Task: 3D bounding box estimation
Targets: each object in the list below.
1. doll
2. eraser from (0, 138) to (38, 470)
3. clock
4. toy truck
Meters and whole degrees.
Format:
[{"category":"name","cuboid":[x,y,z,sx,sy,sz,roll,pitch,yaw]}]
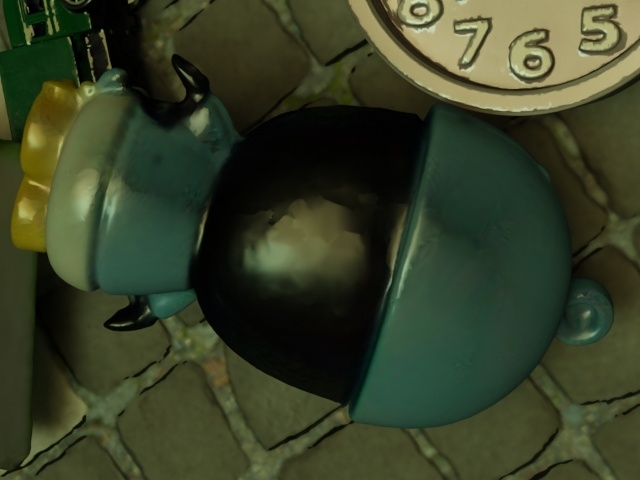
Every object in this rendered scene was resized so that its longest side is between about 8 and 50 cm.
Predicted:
[{"category":"doll","cuboid":[0.000,0.000,0.658,0.314,0.141,0.177,17,117,1]},{"category":"eraser","cuboid":[-0.302,0.025,0.757,0.274,0.092,0.210,12,105,25]},{"category":"clock","cuboid":[0.107,-0.163,0.656,0.197,0.068,0.196,2,96,16]},{"category":"toy truck","cuboid":[-0.137,-0.092,0.736,0.079,0.065,0.147,-7,96,20]}]
